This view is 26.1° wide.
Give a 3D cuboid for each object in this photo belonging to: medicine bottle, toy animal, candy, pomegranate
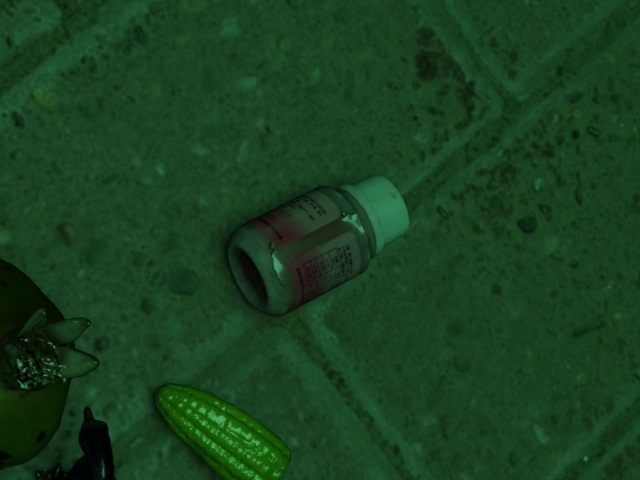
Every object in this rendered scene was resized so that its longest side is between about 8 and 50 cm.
[{"bbox_3d":[0.000,0.000,1.957,0.247,0.147,0.147,-27,94,-24],"label":"medicine bottle"},{"bbox_3d":[-0.299,0.359,1.761,0.122,0.185,0.298,3,101,-27],"label":"toy animal"},{"bbox_3d":[-0.139,0.264,1.895,0.209,0.097,0.097,37,71,-9],"label":"candy"},{"bbox_3d":[-0.412,0.165,1.667,0.291,0.323,0.291,-26,126,-42],"label":"pomegranate"}]
